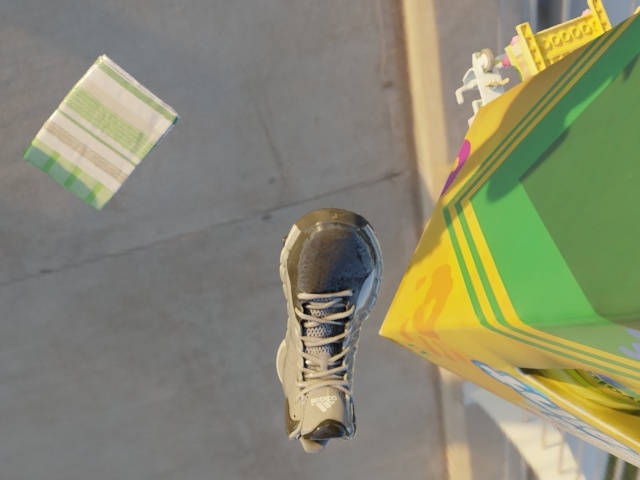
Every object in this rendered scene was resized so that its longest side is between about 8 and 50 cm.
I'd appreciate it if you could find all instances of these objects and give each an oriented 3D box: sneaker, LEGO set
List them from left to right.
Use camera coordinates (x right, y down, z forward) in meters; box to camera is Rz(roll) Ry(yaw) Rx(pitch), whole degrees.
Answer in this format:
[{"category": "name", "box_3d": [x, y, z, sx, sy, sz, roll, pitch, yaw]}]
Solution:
[{"category": "sneaker", "box_3d": [0.010, 0.092, 0.873, 0.086, 0.132, 0.228, 0, 134, -5]}, {"category": "LEGO set", "box_3d": [0.254, -0.148, 1.006, 0.287, 0.132, 0.107, 1, 173, -20]}]

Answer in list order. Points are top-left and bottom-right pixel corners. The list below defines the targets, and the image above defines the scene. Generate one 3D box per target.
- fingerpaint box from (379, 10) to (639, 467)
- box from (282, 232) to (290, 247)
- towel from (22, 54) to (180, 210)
[{"category": "fingerpaint box", "box_3d": [0.294, 0.070, 0.476, 0.445, 0.163, 0.371, 27, 169, -10]}, {"category": "box", "box_3d": [0.000, 0.000, 1.472, 0.083, 0.067, 0.018, 17, 129, 24]}, {"category": "towel", "box_3d": [-0.248, -0.121, 1.207, 0.113, 0.023, 0.152, 38, 103, -20]}]
